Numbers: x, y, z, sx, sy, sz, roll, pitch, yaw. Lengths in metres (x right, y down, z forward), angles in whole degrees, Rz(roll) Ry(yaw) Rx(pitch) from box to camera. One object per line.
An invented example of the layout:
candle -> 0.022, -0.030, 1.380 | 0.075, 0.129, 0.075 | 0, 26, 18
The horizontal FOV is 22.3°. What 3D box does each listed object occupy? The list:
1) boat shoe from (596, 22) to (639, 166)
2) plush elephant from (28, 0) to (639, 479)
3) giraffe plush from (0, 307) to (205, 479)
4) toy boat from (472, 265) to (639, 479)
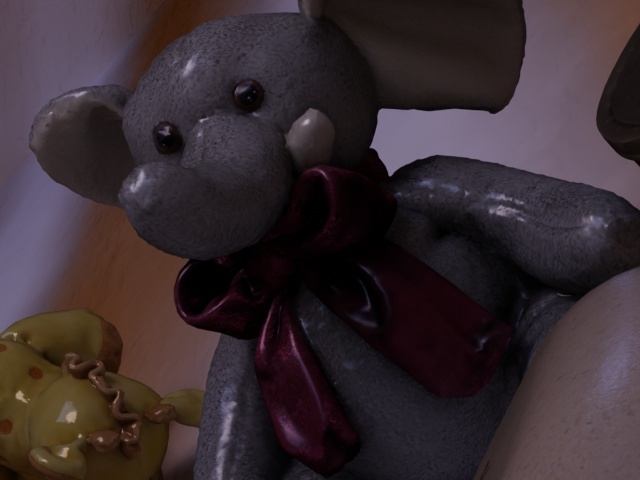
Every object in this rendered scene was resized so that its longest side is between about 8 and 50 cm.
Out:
boat shoe -> 0.255, -0.125, 0.729 | 0.307, 0.104, 0.111 | -46, 25, -9
plush elephant -> 0.000, 0.000, 0.762 | 0.272, 0.255, 0.330 | -37, 18, 25
giraffe plush -> -0.161, 0.125, 1.062 | 0.170, 0.210, 0.181 | 16, 55, 39
toy boat -> 0.130, 0.062, 0.430 | 0.318, 0.148, 0.267 | -67, -6, 28
